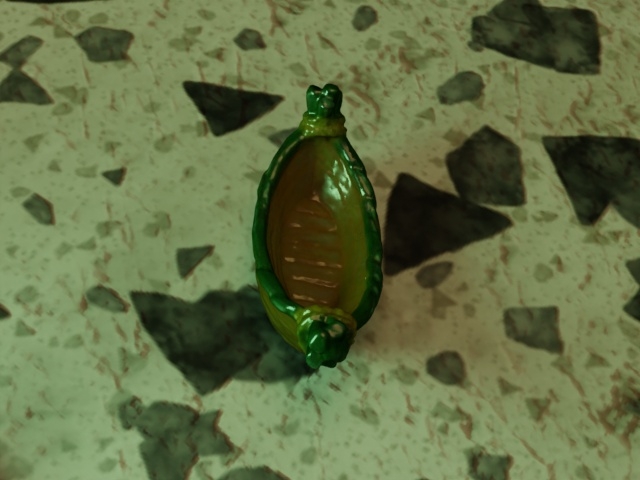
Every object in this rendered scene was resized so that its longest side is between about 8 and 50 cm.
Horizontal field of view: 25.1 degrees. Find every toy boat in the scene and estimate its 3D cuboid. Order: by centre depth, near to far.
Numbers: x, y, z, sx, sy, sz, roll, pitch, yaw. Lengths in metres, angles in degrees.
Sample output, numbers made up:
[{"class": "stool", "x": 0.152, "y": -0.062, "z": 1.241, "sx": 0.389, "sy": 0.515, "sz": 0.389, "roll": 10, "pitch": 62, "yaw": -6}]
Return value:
[{"class": "toy boat", "x": 0.000, "y": 0.000, "z": 0.932, "sx": 0.089, "sy": 0.088, "sz": 0.229, "roll": 7, "pitch": 50, "yaw": -9}]
